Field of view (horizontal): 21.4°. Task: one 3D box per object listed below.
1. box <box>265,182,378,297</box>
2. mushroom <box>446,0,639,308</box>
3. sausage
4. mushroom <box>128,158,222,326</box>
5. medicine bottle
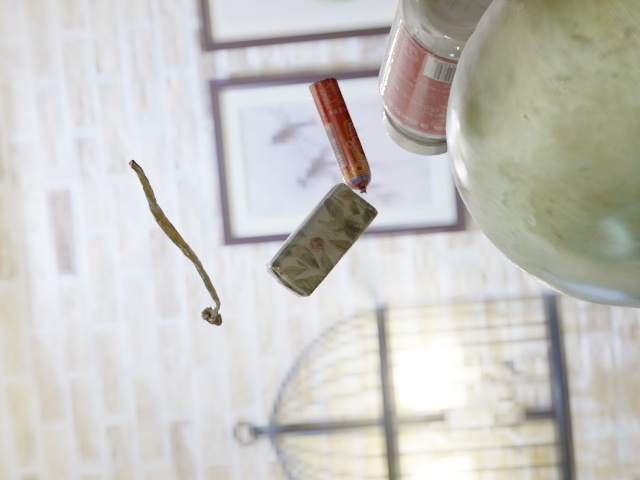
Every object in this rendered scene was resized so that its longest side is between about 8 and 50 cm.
[{"bbox_3d":[0.000,0.000,1.395,0.098,0.045,0.062,-51,4,-4],"label":"box"},{"bbox_3d":[0.249,-0.111,1.116,0.260,0.352,0.352,61,175,25],"label":"mushroom"},{"bbox_3d":[0.024,-0.108,1.795,0.034,0.034,0.129,26,-137,-83],"label":"sausage"},{"bbox_3d":[-0.155,0.006,1.876,0.026,0.028,0.286,59,173,42],"label":"mushroom"},{"bbox_3d":[0.135,-0.199,1.854,0.250,0.131,0.131,105,165,-63],"label":"medicine bottle"}]
